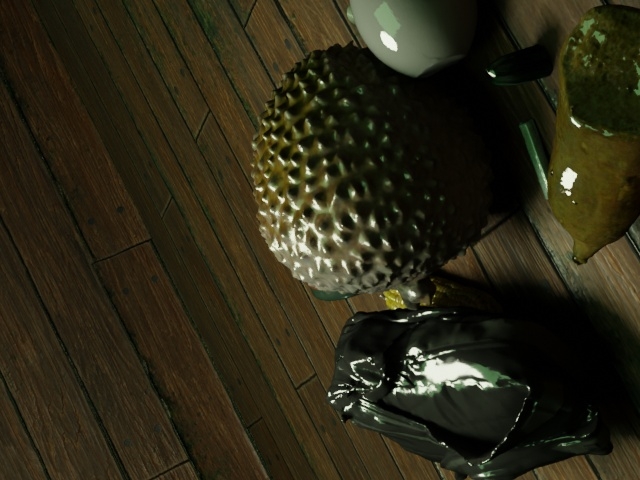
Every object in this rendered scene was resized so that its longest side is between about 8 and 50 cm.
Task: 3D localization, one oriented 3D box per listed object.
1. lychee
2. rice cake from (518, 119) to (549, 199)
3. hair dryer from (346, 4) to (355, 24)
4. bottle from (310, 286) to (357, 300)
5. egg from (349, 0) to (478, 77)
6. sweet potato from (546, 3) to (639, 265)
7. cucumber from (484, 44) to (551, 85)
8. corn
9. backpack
[{"bbox_3d":[0.066,-0.092,1.813,0.432,0.380,0.380,64,158,4],"label":"lychee"},{"bbox_3d":[0.316,-0.116,1.695,0.121,0.021,0.022,70,162,-3],"label":"rice cake"},{"bbox_3d":[0.091,-0.397,1.871,0.219,0.088,0.225,178,83,-70],"label":"hair dryer"},{"bbox_3d":[0.012,-0.061,2.283,0.144,0.144,0.336,16,125,62],"label":"bottle"},{"bbox_3d":[0.128,-0.350,1.678,0.232,0.176,0.176,68,158,10],"label":"egg"},{"bbox_3d":[0.355,-0.115,1.459,0.158,0.157,0.370,51,160,33],"label":"sweet potato"},{"bbox_3d":[0.265,-0.232,1.593,0.048,0.105,0.048,32,132,45],"label":"cucumber"},{"bbox_3d":[0.216,0.110,2.052,0.291,0.101,0.101,10,122,60],"label":"corn"},{"bbox_3d":[0.237,0.244,1.852,0.363,0.255,0.445,32,152,-30],"label":"backpack"}]
